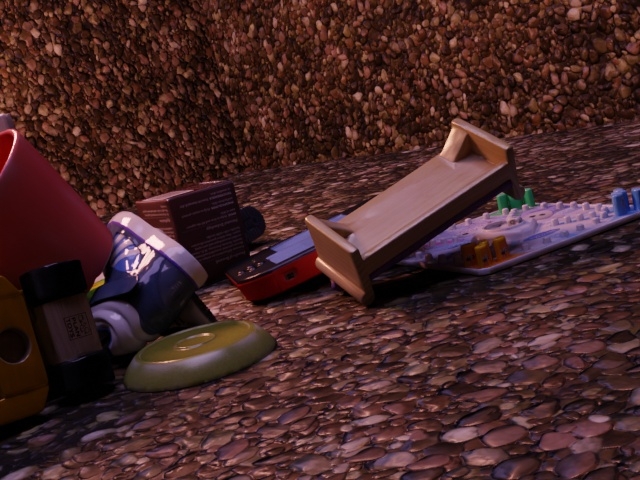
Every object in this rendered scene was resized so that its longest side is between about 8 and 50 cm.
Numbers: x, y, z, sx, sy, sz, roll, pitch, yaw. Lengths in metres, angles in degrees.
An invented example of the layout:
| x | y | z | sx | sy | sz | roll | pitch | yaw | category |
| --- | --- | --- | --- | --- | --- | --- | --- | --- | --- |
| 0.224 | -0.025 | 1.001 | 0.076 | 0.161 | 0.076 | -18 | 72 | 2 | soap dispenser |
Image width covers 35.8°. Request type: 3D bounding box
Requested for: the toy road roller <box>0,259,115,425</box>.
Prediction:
| x | y | z | sx | sy | sz | roll | pitch | yaw | category |
| --- | --- | --- | --- | --- | --- | --- | --- | --- | --- |
| -0.490 | 0.171 | 1.484 | 0.329 | 0.203 | 0.240 | -16 | -3 | -42 | toy road roller |

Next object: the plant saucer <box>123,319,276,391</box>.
| x | y | z | sx | sy | sz | roll | pitch | yaw | category |
| --- | --- | --- | --- | --- | --- | --- | --- | --- | --- |
| -0.188 | 0.169 | 1.519 | 0.240 | 0.037 | 0.241 | -13 | 9 | 2 | plant saucer |

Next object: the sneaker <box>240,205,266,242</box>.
| x | y | z | sx | sy | sz | roll | pitch | yaw | category |
| --- | --- | --- | --- | --- | --- | --- | --- | --- | --- |
| -0.278 | 0.012 | 2.396 | 0.319 | 0.112 | 0.131 | -20 | -6 | -44 | sneaker |

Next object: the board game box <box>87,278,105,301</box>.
| x | y | z | sx | sy | sz | roll | pitch | yaw | category |
| --- | --- | --- | --- | --- | --- | --- | --- | --- | --- |
| -0.430 | 0.135 | 1.875 | 0.043 | 0.092 | 0.181 | -9 | 11 | 29 | board game box |

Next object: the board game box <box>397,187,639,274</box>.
| x | y | z | sx | sy | sz | roll | pitch | yaw | category |
| --- | --- | --- | --- | --- | --- | --- | --- | --- | --- |
| 0.343 | -0.029 | 1.865 | 0.389 | 0.050 | 0.390 | -19 | 11 | -24 | board game box |

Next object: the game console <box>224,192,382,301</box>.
| x | y | z | sx | sy | sz | roll | pitch | yaw | category |
| --- | --- | --- | --- | --- | --- | --- | --- | --- | --- |
| 0.000 | 0.000 | 1.967 | 0.386 | 0.060 | 0.342 | -25 | 12 | -8 | game console |

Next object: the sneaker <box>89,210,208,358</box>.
| x | y | z | sx | sy | sz | roll | pitch | yaw | category |
| --- | --- | --- | --- | --- | --- | --- | --- | --- | --- |
| -0.354 | 0.086 | 1.714 | 0.236 | 0.130 | 0.322 | -47 | 36 | -15 | sneaker |

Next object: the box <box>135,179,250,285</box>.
| x | y | z | sx | sy | sz | roll | pitch | yaw | category |
| --- | --- | --- | --- | --- | --- | --- | --- | --- | --- |
| -0.277 | -0.014 | 2.176 | 0.167 | 0.203 | 0.168 | -20 | 12 | -34 | box |

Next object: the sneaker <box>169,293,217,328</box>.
| x | y | z | sx | sy | sz | roll | pitch | yaw | category |
| --- | --- | --- | --- | --- | --- | --- | --- | --- | --- |
| -0.259 | 0.128 | 1.761 | 0.086 | 0.085 | 0.237 | -46 | 26 | -20 | sneaker |

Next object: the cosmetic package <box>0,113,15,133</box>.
| x | y | z | sx | sy | sz | roll | pitch | yaw | category |
| --- | --- | --- | --- | --- | --- | --- | --- | --- | --- |
| -0.757 | -0.042 | 2.256 | 0.230 | 0.453 | 0.161 | -15 | 10 | -10 | cosmetic package |

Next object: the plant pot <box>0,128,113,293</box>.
| x | y | z | sx | sy | sz | roll | pitch | yaw | category |
| --- | --- | --- | --- | --- | --- | --- | --- | --- | --- |
| -0.503 | -0.007 | 1.665 | 0.275 | 0.243 | 0.275 | -32 | 34 | 25 | plant pot |

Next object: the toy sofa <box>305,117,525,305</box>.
| x | y | z | sx | sy | sz | roll | pitch | yaw | category |
| --- | --- | --- | --- | --- | --- | --- | --- | --- | --- |
| 0.169 | -0.034 | 1.700 | 0.362 | 0.177 | 0.150 | -33 | 40 | -18 | toy sofa |

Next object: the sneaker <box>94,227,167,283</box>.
| x | y | z | sx | sy | sz | roll | pitch | yaw | category |
| --- | --- | --- | --- | --- | --- | --- | --- | --- | --- |
| -0.443 | 0.099 | 2.045 | 0.292 | 0.108 | 0.169 | -33 | 29 | 16 | sneaker |
